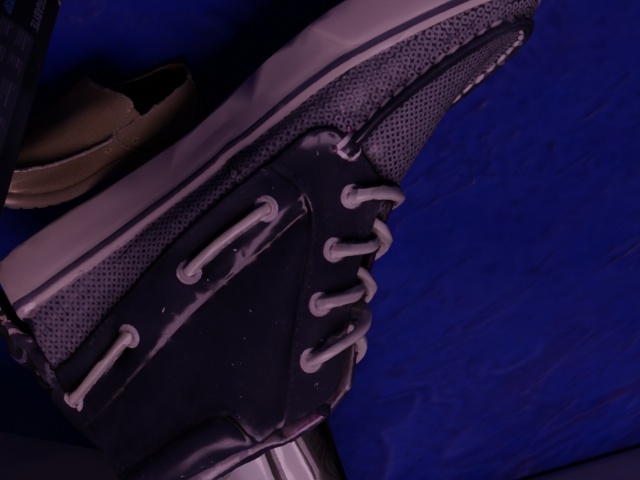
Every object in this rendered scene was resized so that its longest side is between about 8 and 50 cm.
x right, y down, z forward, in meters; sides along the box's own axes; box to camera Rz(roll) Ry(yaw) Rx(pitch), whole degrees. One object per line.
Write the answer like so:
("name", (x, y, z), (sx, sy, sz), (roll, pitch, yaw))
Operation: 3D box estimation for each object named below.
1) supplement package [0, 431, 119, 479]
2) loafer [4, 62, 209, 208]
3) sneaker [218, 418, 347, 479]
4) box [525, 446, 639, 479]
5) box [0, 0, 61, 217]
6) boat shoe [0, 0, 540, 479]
("supplement package", (-0.184, 0.273, 0.937), (0.198, 0.199, 0.263), (8, 124, 16))
("loafer", (-0.123, -0.058, 0.855), (0.148, 0.056, 0.050), (-22, 125, -35))
("sneaker", (-0.101, 0.219, 1.059), (0.257, 0.169, 0.447), (-14, 137, -4))
("box", (0.236, 0.288, 1.250), (0.231, 0.127, 0.262), (-18, 135, 1))
("box", (-0.203, -0.019, 0.766), (0.051, 0.220, 0.175), (35, 116, -22))
("boat shoe", (0.000, 0.000, 0.847), (0.340, 0.158, 0.127), (-36, 165, 10))
